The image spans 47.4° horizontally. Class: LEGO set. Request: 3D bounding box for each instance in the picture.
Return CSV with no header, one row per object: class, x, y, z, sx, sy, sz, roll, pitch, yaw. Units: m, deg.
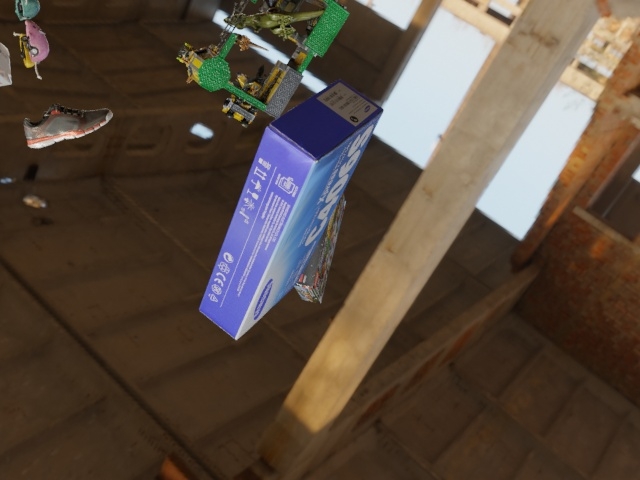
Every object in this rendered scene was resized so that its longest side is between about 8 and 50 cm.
LEGO set,-0.123,-0.397,1.373,0.255,0.331,0.192,16,-162,-37

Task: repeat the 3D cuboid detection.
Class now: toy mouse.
toy mouse,-0.444,-0.329,1.125,0.031,0.143,0.161,-11,-124,-28

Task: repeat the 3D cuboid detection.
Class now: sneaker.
sneaker,-0.451,-0.215,1.293,0.158,0.064,0.061,-20,-158,-10

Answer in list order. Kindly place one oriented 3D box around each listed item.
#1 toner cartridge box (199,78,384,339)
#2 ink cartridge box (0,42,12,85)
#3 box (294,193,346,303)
toner cartridge box,-0.046,-0.031,0.963,0.075,0.348,0.165,37,-136,11
ink cartridge box,-0.693,-0.333,1.371,0.175,0.072,0.127,-9,172,0
box,0.000,0.000,1.500,0.044,0.233,0.159,12,166,9
